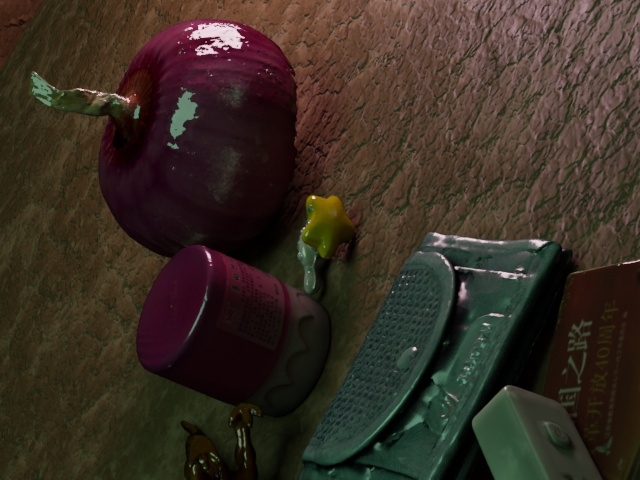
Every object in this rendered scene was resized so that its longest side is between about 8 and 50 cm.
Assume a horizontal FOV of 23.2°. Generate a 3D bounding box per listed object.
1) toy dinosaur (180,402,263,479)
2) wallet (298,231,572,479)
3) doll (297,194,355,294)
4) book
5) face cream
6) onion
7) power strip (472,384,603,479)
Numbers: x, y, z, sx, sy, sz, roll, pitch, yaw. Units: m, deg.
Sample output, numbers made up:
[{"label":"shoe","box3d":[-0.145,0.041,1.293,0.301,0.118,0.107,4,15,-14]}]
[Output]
[{"label":"toy dinosaur","box3d":[-0.125,0.293,1.958,0.432,0.097,0.208,-103,15,-55]},{"label":"wallet","box3d":[0.110,0.139,1.670,0.237,0.075,0.342,5,62,54]},{"label":"doll","box3d":[0.001,-0.006,2.055,0.135,0.071,0.113,-95,23,-57]},{"label":"book","box3d":[0.335,0.130,1.419,0.374,0.028,0.262,-15,58,54]},{"label":"face cream","box3d":[-0.111,0.118,1.989,0.175,0.195,0.175,-39,39,40]},{"label":"onion","box3d":[-0.190,-0.141,2.227,0.358,0.345,0.358,12,108,44]},{"label":"power strip","box3d":[0.230,0.268,1.381,0.062,0.091,0.385,-53,35,26]}]
